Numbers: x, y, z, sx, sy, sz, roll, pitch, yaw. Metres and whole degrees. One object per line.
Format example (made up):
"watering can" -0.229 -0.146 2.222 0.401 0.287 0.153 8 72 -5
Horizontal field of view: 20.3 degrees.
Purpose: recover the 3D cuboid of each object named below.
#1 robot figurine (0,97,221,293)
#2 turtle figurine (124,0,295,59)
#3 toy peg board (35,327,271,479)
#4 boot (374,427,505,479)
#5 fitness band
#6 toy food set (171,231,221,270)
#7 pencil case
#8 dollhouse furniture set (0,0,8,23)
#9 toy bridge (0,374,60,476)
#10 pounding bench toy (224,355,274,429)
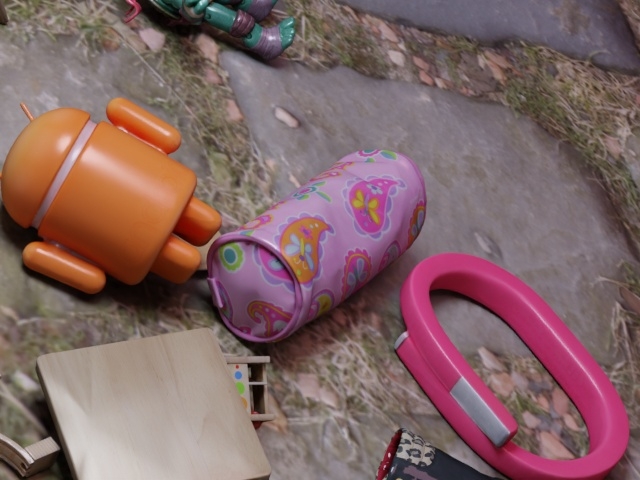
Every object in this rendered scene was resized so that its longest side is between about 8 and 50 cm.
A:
"robot figurine" -0.203 -0.043 1.673 0.219 0.158 0.128 29 20 -7
"turtle figurine" -0.139 -0.292 2.011 0.234 0.118 0.175 25 50 -37
"toy peg board" -0.149 0.171 1.534 0.161 0.079 0.161 -9 52 -23
"boot" 0.125 0.276 1.601 0.179 0.085 0.236 27 31 -5
"fitness band" 0.194 0.134 1.842 0.209 0.054 0.291 -11 56 -47
"toy food set" -0.133 0.000 1.766 0.083 0.020 0.083 -13 57 -44
"pencil case" 0.000 0.000 1.792 0.124 0.124 0.284 41 36 9
"dollhouse furniture set" -0.431 -0.273 1.842 0.151 0.123 0.144 -32 66 -14
"toy bridge" -0.298 0.123 1.499 0.063 0.026 0.188 -21 63 -47
"pounding bench toy" -0.086 0.143 1.621 0.052 0.083 0.065 2 79 -33
